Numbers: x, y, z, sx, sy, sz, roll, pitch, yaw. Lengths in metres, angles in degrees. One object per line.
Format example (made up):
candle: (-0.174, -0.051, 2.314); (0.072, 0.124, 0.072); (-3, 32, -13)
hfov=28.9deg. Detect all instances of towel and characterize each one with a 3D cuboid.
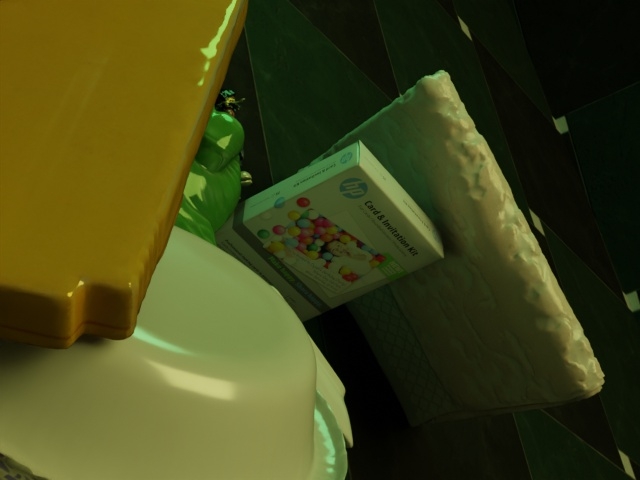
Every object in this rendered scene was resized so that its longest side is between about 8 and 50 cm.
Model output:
towel: (0.110, 0.030, 1.269); (0.053, 0.317, 0.332); (-28, 90, -32)

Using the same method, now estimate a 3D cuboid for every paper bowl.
paper bowl: (-0.117, 0.082, 0.711); (0.284, 0.148, 0.284); (26, 19, -9)

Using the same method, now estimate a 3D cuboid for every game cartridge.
game cartridge: (-0.206, -0.084, 0.693); (0.285, 0.052, 0.323); (13, 42, 0)

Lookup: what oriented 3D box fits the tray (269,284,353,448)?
tray: (-0.055, 0.075, 0.955); (0.145, 0.030, 0.270); (55, -16, -13)

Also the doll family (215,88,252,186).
doll family: (-0.105, -0.103, 1.158); (0.193, 0.076, 0.111); (147, -61, -70)

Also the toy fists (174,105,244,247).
toy fists: (-0.181, -0.073, 0.831); (0.279, 0.096, 0.142); (12, 60, -22)

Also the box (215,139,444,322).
box: (0.000, 0.000, 1.168); (0.145, 0.186, 0.038); (46, 30, -35)
